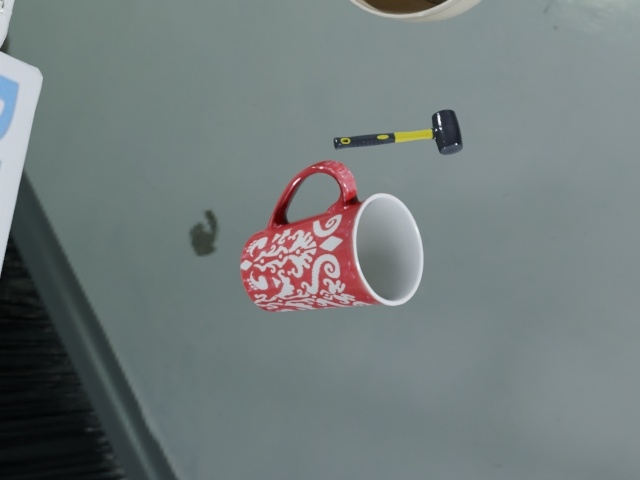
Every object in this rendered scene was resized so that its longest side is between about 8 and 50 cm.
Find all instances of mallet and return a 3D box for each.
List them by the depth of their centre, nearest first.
[{"bbox_3d":[0.115,-0.139,1.514,0.039,0.189,0.062,115,139,-68],"label":"mallet"}]

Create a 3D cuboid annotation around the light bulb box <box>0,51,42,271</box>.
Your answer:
[{"bbox_3d":[-0.324,0.078,0.365,0.361,0.225,0.358,0,76,39],"label":"light bulb box"}]

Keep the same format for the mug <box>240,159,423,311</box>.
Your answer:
[{"bbox_3d":[0.007,0.003,1.108,0.169,0.113,0.150,-12,75,41],"label":"mug"}]

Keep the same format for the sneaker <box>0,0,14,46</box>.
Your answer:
[{"bbox_3d":[-0.458,-0.361,1.498,0.094,0.080,0.212,-29,48,37],"label":"sneaker"}]

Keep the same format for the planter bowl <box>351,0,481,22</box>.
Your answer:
[{"bbox_3d":[0.097,-0.256,0.891,0.162,0.109,0.162,-2,87,29],"label":"planter bowl"}]
